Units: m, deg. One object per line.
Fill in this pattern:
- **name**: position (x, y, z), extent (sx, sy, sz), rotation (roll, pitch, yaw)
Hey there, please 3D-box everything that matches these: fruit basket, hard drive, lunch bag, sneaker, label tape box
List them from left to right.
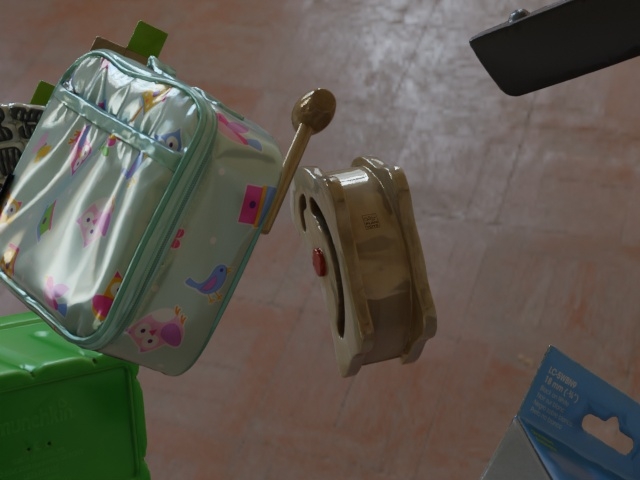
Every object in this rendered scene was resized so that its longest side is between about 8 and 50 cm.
- **fruit basket**: position (-0.419, 0.235, 1.331), extent (0.392, 0.282, 0.392), rotation (-5, 3, 0)
- **sneaker**: position (-0.320, -0.098, 1.186), extent (0.275, 0.107, 0.110), rotation (-1, 26, 30)
- **lunch bag**: position (-0.158, -0.037, 0.948), extent (0.279, 0.108, 0.224), rotation (29, 95, 52)
- **label tape box**: position (0.218, 0.293, 1.007), extent (0.106, 0.241, 0.333), rotation (24, 83, 55)
- **hard drive**: position (0.227, -0.161, 0.773), extent (0.255, 0.054, 0.172), rotation (-20, 7, 13)

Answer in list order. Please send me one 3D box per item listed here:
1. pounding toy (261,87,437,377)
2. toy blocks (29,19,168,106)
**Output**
- **pounding toy**: position (0.000, 0.000, 1.139), extent (0.155, 0.154, 0.269), rotation (-11, 86, -17)
- **toy blocks**: position (-0.366, -0.140, 1.844), extent (0.191, 0.261, 0.381), rotation (24, 79, -10)
